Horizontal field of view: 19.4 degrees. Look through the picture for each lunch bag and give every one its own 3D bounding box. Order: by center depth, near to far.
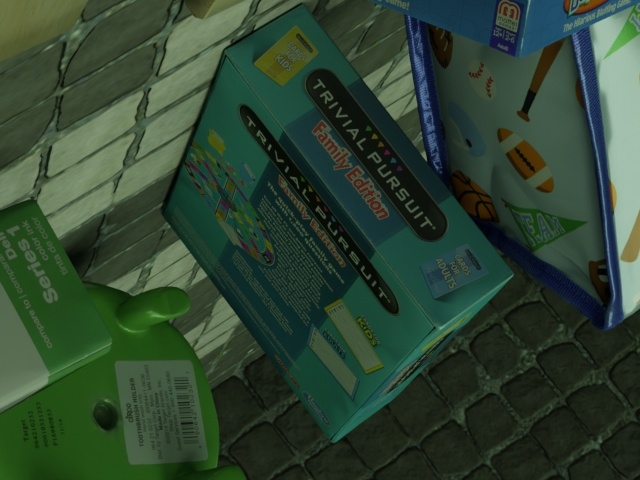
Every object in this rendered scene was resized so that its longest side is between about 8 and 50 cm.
[{"bbox_3d":[0.225,-0.198,1.288,0.328,0.239,0.385,-34,134,-24],"label":"lunch bag"}]

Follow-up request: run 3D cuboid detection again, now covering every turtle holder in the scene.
[{"bbox_3d":[-0.242,0.176,1.527,0.227,0.243,0.320,-22,-167,42],"label":"turtle holder"}]

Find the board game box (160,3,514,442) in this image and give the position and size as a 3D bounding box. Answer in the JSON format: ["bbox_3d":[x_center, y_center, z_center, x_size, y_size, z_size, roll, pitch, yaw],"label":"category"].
[{"bbox_3d":[0.000,0.000,1.483,0.079,0.254,0.336,-34,171,-22],"label":"board game box"}]

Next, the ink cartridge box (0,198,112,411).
[{"bbox_3d":[-0.301,0.097,1.164,0.201,0.117,0.278,-29,179,41],"label":"ink cartridge box"}]

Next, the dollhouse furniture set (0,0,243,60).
[{"bbox_3d":[-0.085,-0.128,0.777,0.212,0.161,0.242,-31,170,-35],"label":"dollhouse furniture set"}]

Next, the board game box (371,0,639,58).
[{"bbox_3d":[0.066,-0.171,1.031,0.160,0.210,0.047,-28,134,-48],"label":"board game box"}]
